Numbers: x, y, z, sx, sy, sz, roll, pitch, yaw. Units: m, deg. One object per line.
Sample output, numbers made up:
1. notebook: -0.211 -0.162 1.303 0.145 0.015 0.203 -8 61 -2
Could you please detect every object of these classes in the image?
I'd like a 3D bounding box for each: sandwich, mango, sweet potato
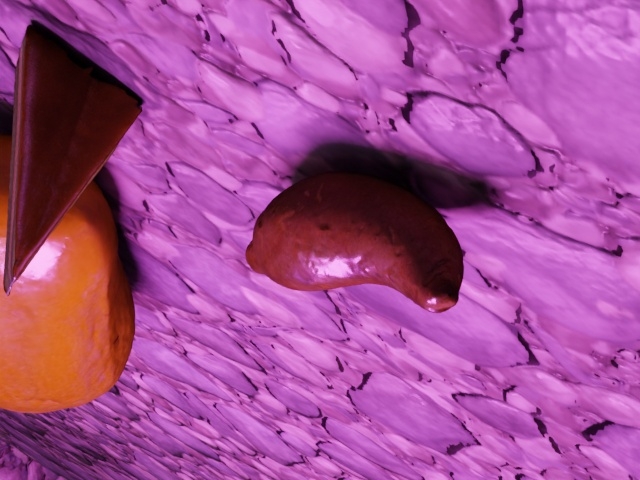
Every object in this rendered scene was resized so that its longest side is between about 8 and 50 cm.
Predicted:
1. sandwich: -0.160 -0.041 0.758 0.074 0.116 0.074 36 160 -7
2. mango: -0.225 0.023 1.004 0.195 0.142 0.331 26 153 8
3. sweet potato: -0.002 -0.001 0.695 0.069 0.059 0.249 28 169 -20
